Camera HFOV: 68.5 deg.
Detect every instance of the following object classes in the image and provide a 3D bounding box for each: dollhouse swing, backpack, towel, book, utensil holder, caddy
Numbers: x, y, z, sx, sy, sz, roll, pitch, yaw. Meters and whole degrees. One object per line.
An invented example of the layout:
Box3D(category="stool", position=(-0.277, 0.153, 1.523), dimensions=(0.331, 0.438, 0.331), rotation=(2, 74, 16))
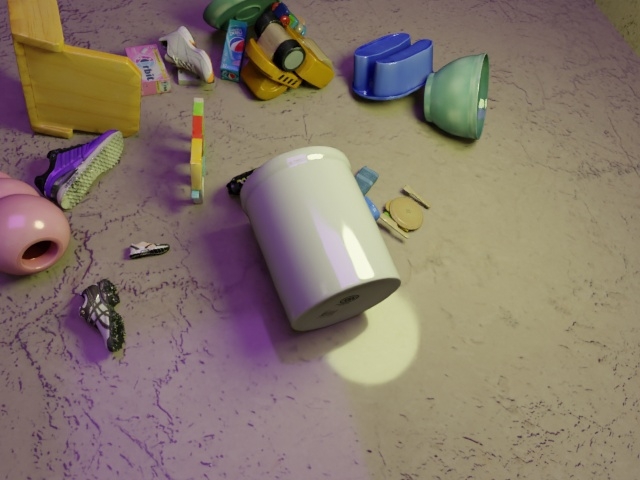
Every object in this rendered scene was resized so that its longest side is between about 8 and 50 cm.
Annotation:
Box3D(category="dollhouse swing", position=(-0.715, -0.510, 1.387), dimensions=(0.304, 0.347, 0.315), rotation=(-9, 62, -27))
Box3D(category="backpack", position=(0.128, -0.080, 1.436), dimensions=(0.101, 0.120, 0.098), rotation=(-30, 70, -25))
Box3D(category="towel", position=(0.140, -0.192, 1.557), dimensions=(0.067, 0.029, 0.119), rotation=(33, 59, 8))
Box3D(category="book", position=(-0.461, -0.617, 1.677), dimensions=(0.096, 0.035, 0.144), rotation=(-4, 62, -16))
Box3D(category="utensil holder", position=(0.000, 0.000, 1.247), dimensions=(0.327, 0.328, 0.386), rotation=(-16, 66, -20))
Box3D(category="caddy", position=(0.273, -0.635, 1.759), dimensions=(0.341, 0.179, 0.241), rotation=(-33, 49, -25))

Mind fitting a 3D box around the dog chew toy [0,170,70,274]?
Box3D(category="dog chew toy", position=(-0.795, -0.064, 1.198), dimensions=(0.332, 0.207, 0.206), rotation=(40, 60, 22))

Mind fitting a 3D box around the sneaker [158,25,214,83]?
Box3D(category="sneaker", position=(-0.463, -0.620, 1.618), dimensions=(0.121, 0.099, 0.262), rotation=(-30, 67, -19))

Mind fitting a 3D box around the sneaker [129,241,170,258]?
Box3D(category="sneaker", position=(-0.474, 0.019, 1.301), dimensions=(0.109, 0.040, 0.044), rotation=(-8, 60, -17))

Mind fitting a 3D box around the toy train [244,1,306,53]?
Box3D(category="toy train", position=(-0.178, -0.754, 1.773), dimensions=(0.143, 0.248, 0.105), rotation=(16, 41, -51))

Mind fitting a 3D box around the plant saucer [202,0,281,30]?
Box3D(category="plant saucer", position=(-0.271, -0.846, 1.713), dimensions=(0.317, 0.317, 0.044), rotation=(-26, 98, -24))

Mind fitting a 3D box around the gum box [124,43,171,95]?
Box3D(category="gum box", position=(-0.595, -0.590, 1.614), dimensions=(0.107, 0.062, 0.188), rotation=(-17, 65, -20))

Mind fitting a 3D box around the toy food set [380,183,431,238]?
Box3D(category="toy food set", position=(0.273, -0.088, 1.525), dimensions=(0.132, 0.038, 0.192), rotation=(40, 55, 4))

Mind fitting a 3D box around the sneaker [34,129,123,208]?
Box3D(category="sneaker", position=(-0.707, -0.239, 1.365), dimensions=(0.146, 0.102, 0.293), rotation=(26, 59, 5))

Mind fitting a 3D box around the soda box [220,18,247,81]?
Box3D(category="soda box", position=(-0.311, -0.685, 1.696), dimensions=(0.067, 0.071, 0.210), rotation=(8, 74, -7))

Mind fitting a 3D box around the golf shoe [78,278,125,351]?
Box3D(category="golf shoe", position=(-0.548, 0.196, 1.172), dimensions=(0.093, 0.077, 0.198), rotation=(-19, 58, -9))

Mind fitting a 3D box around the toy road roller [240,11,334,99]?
Box3D(category="toy road roller", position=(-0.135, -0.622, 1.681), dimensions=(0.329, 0.240, 0.203), rotation=(-1, 52, -56))

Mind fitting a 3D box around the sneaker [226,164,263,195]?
Box3D(category="sneaker", position=(-0.209, -0.158, 1.372), dimensions=(0.097, 0.234, 0.084), rotation=(-27, 103, -27))

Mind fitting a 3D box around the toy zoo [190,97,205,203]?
Box3D(category="toy zoo", position=(-0.361, -0.246, 1.388), dimensions=(0.030, 0.192, 0.293), rotation=(0, 60, -12))

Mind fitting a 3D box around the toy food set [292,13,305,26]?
Box3D(category="toy food set", position=(-0.102, -0.891, 1.915), dimensions=(0.082, 0.020, 0.083), rotation=(12, 58, -5))

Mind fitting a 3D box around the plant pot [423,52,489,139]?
Box3D(category="plant pot", position=(0.486, -0.516, 1.694), dimensions=(0.196, 0.293, 0.293), rotation=(8, 55, 23))
